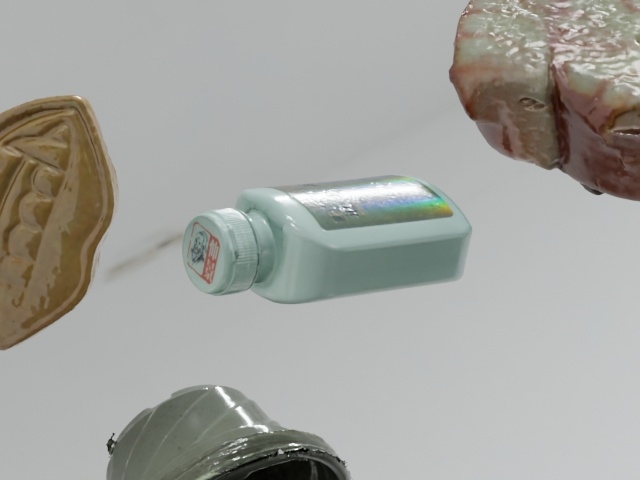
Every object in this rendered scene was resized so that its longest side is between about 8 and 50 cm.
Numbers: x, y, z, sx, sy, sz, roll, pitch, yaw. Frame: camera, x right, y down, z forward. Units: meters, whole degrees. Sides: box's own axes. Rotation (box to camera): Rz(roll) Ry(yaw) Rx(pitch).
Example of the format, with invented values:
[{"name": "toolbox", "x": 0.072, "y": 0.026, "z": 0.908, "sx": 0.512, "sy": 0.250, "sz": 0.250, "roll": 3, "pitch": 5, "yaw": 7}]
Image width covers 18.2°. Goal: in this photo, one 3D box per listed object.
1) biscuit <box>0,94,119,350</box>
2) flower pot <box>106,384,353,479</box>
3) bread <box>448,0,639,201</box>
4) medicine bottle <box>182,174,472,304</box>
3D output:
[{"name": "biscuit", "x": -0.235, "y": -0.018, "z": 1.596, "sx": 0.221, "sy": 0.142, "sz": 0.029, "roll": -67, "pitch": -11, "yaw": 16}, {"name": "flower pot", "x": -0.099, "y": 0.220, "z": 1.761, "sx": 0.235, "sy": 0.140, "sz": 0.235, "roll": -24, "pitch": -38, "yaw": -20}, {"name": "bread", "x": 0.296, "y": -0.165, "z": 1.787, "sx": 0.295, "sy": 0.327, "sz": 0.114, "roll": -50, "pitch": -33, "yaw": -38}, {"name": "medicine bottle", "x": 0.000, "y": 0.000, "z": 1.591, "sx": 0.228, "sy": 0.121, "sz": 0.083, "roll": -8, "pitch": -61, "yaw": -37}]
